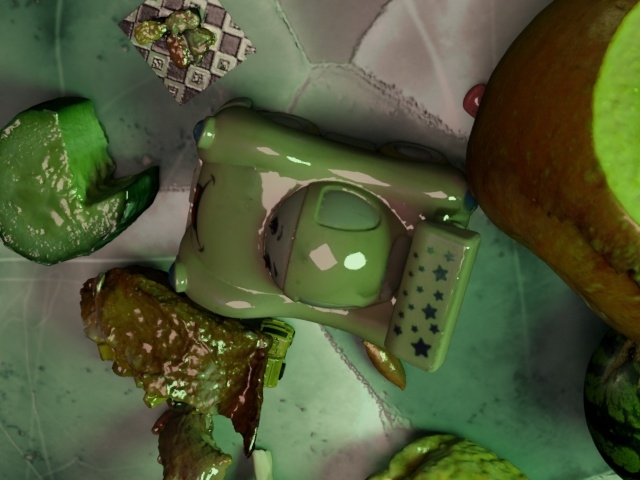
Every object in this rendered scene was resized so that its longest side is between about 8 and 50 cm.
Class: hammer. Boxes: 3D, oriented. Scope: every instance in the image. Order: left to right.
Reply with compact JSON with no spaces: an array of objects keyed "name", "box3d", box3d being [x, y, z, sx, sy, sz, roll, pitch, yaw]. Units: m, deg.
[{"name":"hammer","box3d":[0.202,-0.145,1.177,0.083,0.043,0.043,36,112,-7]}]

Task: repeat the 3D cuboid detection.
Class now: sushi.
[{"name":"sushi","box3d":[-0.184,0.139,1.266,0.296,0.167,0.179,29,99,3]},{"name":"sushi","box3d":[-0.160,-0.236,1.201,0.120,0.026,0.126,-34,103,18]}]

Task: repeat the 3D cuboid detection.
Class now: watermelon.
[{"name":"watermelon","box3d":[0.437,0.174,1.157,0.268,0.269,0.269,3,111,7]}]

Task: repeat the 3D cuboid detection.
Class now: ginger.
[{"name":"ginger","box3d":[-0.157,0.322,1.290,0.122,0.290,0.084,-22,135,11]}]

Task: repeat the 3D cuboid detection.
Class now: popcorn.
[{"name":"popcorn","box3d":[0.154,0.364,1.318,0.285,0.173,0.225,-6,95,21]}]

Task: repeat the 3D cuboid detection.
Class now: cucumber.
[{"name":"cucumber","box3d":[-0.310,-0.070,1.240,0.191,0.130,0.191,2,104,6]}]

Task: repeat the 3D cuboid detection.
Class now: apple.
[{"name":"apple","box3d":[0.342,-0.090,1.001,0.374,0.384,0.374,-13,123,-21]}]

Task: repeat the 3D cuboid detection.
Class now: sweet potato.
[{"name":"sweet potato","box3d":[0.085,0.157,1.315,0.034,0.034,0.095,-29,115,17]}]

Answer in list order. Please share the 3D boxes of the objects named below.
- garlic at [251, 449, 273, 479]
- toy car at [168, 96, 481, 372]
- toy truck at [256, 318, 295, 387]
[{"name":"garlic","box3d":[-0.081,0.389,1.366,0.218,0.218,0.212,11,78,4]},{"name":"toy car","box3d":[0.000,0.000,1.162,0.335,0.226,0.242,14,112,1]},{"name":"toy truck","box3d":[-0.065,0.144,1.318,0.049,0.054,0.083,16,112,2]}]
